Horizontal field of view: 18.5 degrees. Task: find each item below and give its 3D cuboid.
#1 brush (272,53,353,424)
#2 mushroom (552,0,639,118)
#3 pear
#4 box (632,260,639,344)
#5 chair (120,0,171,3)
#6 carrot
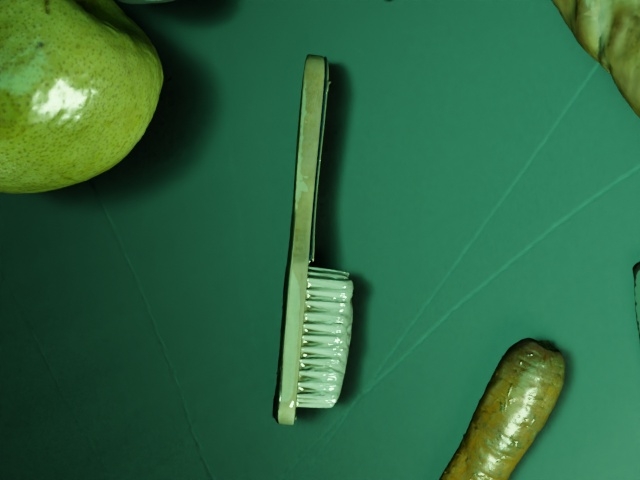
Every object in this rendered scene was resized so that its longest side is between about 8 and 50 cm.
[{"bbox_3d":[0.000,0.000,1.736,0.065,0.070,0.327,4,87,-2],"label":"brush"},{"bbox_3d":[0.284,-0.275,1.600,0.397,0.224,0.314,41,133,47],"label":"mushroom"},{"bbox_3d":[-0.265,-0.143,1.745,0.211,0.188,0.228,-43,73,14],"label":"pear"},{"bbox_3d":[0.331,0.071,1.656,0.125,0.027,0.126,-9,84,13],"label":"box"},{"bbox_3d":[-0.147,-0.317,1.768,0.104,0.095,0.221,-3,88,13],"label":"chair"},{"bbox_3d":[0.153,0.169,1.686,0.060,0.060,0.186,29,98,15],"label":"carrot"}]
